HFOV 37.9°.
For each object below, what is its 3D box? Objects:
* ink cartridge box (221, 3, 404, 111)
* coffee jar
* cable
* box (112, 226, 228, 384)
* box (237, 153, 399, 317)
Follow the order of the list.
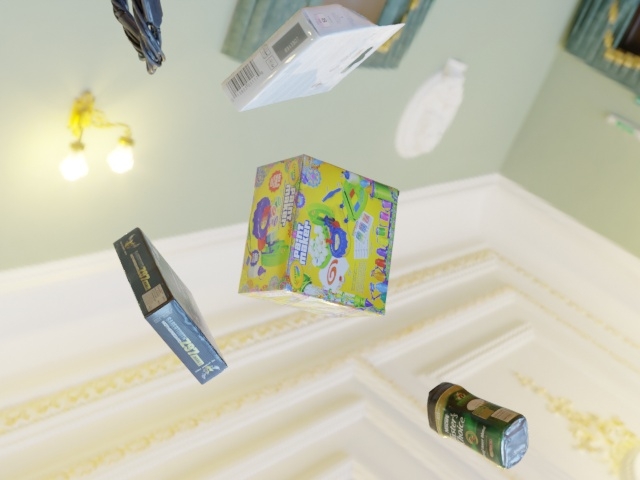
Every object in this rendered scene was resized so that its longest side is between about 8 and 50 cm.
[{"bbox_3d":[-0.009,-0.273,1.363,0.066,0.189,0.232,56,-142,2],"label":"ink cartridge box"},{"bbox_3d":[0.268,0.318,1.621,0.079,0.096,0.184,-27,-150,-33],"label":"coffee jar"},{"bbox_3d":[-0.282,-0.339,1.406,0.047,0.185,0.150,-26,-145,-25],"label":"cable"},{"bbox_3d":[-0.250,0.105,1.543,0.183,0.059,0.233,59,176,-38],"label":"box"},{"bbox_3d":[0.000,0.000,2.022,0.279,0.290,0.177,18,164,-36],"label":"box"}]
